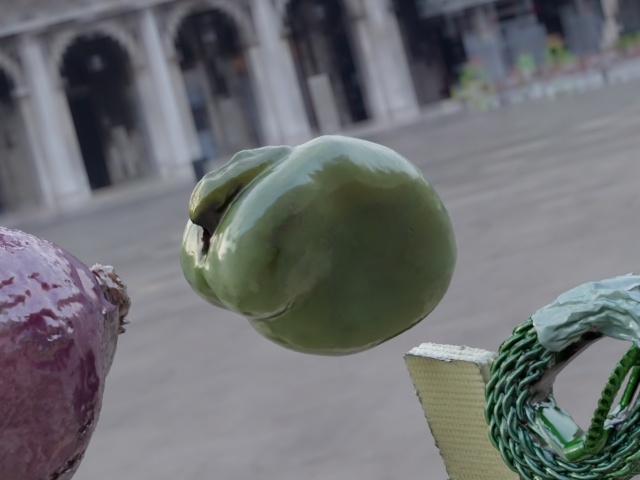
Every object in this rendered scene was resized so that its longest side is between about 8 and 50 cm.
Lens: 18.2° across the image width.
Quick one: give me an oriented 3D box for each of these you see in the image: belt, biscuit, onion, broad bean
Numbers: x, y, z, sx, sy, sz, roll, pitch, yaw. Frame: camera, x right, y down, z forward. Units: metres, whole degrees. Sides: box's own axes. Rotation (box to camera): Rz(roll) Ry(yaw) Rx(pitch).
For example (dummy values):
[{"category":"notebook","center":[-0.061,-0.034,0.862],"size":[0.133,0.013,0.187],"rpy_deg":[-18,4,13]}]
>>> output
[{"category":"belt","center":[0.173,0.091,1.278],"size":[0.151,0.121,0.079],"rpy_deg":[-51,-21,19]},{"category":"biscuit","center":[0.148,0.185,1.757],"size":[0.040,0.199,0.121],"rpy_deg":[-27,14,-26]},{"category":"onion","center":[-0.234,0.111,1.558],"size":[0.159,0.267,0.348],"rpy_deg":[25,39,37]},{"category":"broad bean","center":[0.000,0.000,1.493],"size":[0.228,0.169,0.100],"rpy_deg":[24,-5,-35]}]
